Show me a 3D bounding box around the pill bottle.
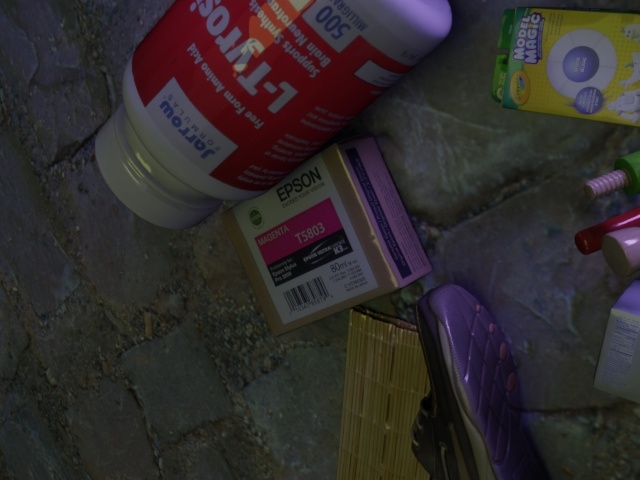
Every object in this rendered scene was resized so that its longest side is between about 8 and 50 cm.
[{"bbox_3d":[-0.074,-0.192,0.780,0.407,0.229,0.229,-38,79,30],"label":"pill bottle"}]

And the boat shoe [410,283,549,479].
[{"bbox_3d":[0.166,0.230,0.808,0.130,0.132,0.355,-17,91,36],"label":"boat shoe"}]

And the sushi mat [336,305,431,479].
[{"bbox_3d":[0.091,0.252,0.945,0.151,0.019,0.317,16,113,32],"label":"sushi mat"}]

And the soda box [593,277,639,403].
[{"bbox_3d":[0.409,0.125,0.616,0.286,0.098,0.091,17,115,33],"label":"soda box"}]

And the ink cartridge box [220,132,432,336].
[{"bbox_3d":[0.000,0.000,0.900,0.234,0.088,0.193,-27,87,40],"label":"ink cartridge box"}]

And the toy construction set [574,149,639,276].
[{"bbox_3d":[0.378,0.004,0.518,0.309,0.237,0.257,-120,10,-62],"label":"toy construction set"}]

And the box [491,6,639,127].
[{"bbox_3d":[0.255,-0.176,0.684,0.179,0.043,0.105,17,112,35],"label":"box"}]
